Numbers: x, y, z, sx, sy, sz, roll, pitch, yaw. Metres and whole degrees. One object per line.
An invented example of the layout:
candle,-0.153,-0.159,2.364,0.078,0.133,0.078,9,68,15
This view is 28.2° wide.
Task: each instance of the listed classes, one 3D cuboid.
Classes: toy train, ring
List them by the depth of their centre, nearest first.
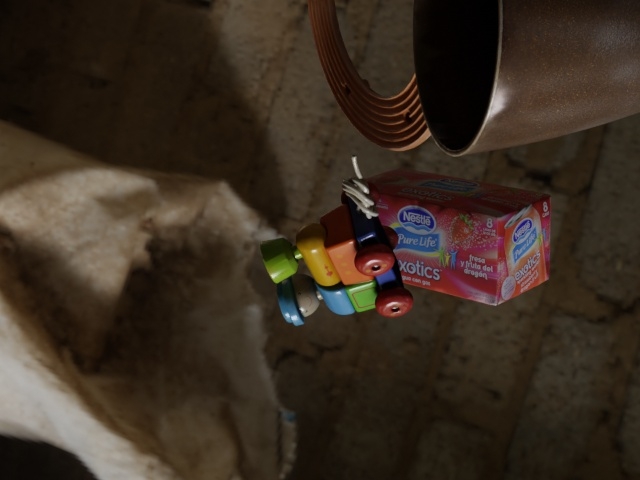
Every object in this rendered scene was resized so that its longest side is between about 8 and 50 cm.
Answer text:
toy train,0.000,0.000,1.332,0.248,0.143,0.105,62,13,-53
ring,0.068,-0.264,1.366,0.032,0.336,0.336,-11,120,-24

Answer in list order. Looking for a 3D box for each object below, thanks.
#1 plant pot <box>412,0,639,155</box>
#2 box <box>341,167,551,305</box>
plant pot,0.220,-0.182,1.083,0.215,0.230,0.215,177,-90,-76
box,0.162,-0.011,1.676,0.128,0.257,0.122,-19,115,-45
